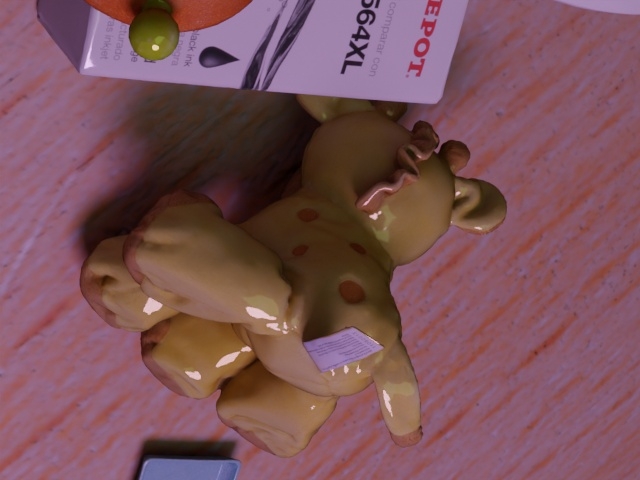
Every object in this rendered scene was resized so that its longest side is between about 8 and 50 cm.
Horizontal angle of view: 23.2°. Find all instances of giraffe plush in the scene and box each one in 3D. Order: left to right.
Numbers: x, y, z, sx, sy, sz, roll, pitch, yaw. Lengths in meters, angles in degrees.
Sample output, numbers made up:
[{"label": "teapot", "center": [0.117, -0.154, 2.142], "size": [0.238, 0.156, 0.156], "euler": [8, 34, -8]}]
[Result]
[{"label": "giraffe plush", "center": [0.000, 0.000, 0.850], "size": [0.181, 0.210, 0.170], "euler": [50, 56, -28]}]

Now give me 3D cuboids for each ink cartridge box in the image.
[{"label": "ink cartridge box", "center": [-0.023, -0.155, 0.776], "size": [0.203, 0.086, 0.148], "euler": [1, 117, -28]}]

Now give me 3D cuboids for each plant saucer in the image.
[{"label": "plant saucer", "center": [-0.108, 0.215, 0.994], "size": [0.067, 0.018, 0.192], "euler": [6, 116, -31]}]

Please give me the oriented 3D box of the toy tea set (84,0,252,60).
[{"label": "toy tea set", "center": [-0.041, -0.226, 0.643], "size": [0.336, 0.200, 0.124], "euler": [-47, 178, -29]}]

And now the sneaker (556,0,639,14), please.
[{"label": "sneaker", "center": [0.206, -0.217, 0.856], "size": [0.255, 0.094, 0.151], "euler": [-18, 131, -30]}]
